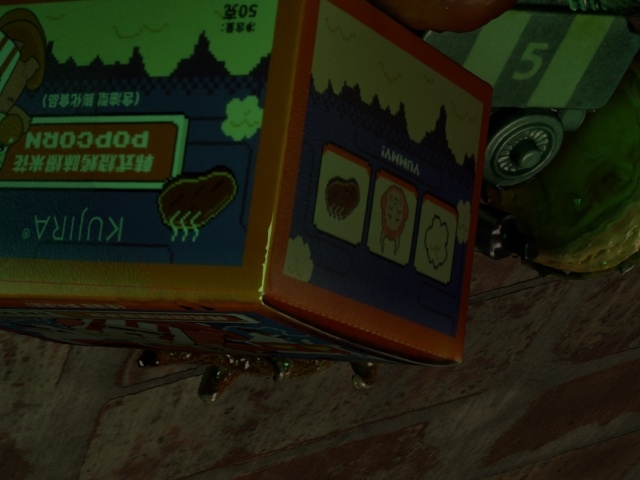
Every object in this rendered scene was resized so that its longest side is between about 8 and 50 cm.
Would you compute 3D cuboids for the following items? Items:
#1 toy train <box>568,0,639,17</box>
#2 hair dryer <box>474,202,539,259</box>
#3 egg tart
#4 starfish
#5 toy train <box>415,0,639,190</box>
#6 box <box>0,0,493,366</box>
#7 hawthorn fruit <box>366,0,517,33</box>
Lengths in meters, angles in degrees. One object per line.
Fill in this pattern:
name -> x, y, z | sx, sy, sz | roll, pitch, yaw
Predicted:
toy train -> 0.249, -0.336, 1.269 | 0.138, 0.330, 0.178 | 5, 160, 30
hair dryer -> 0.045, -0.047, 1.656 | 0.320, 0.156, 0.284 | -15, -168, -30
egg tart -> 0.277, -0.093, 1.744 | 0.095, 0.279, 0.279 | 3, 141, -42
starfish -> -0.043, 0.123, 1.946 | 0.312, 0.113, 0.303 | -16, 167, 5
toy train -> 0.141, -0.173, 1.599 | 0.299, 0.167, 0.238 | -2, 134, -34
box -> -0.091, -0.042, 1.343 | 0.348, 0.257, 0.318 | 2, 170, 30
hawthorn fruit -> 0.083, -0.287, 1.303 | 0.224, 0.224, 0.261 | -15, 131, -24
